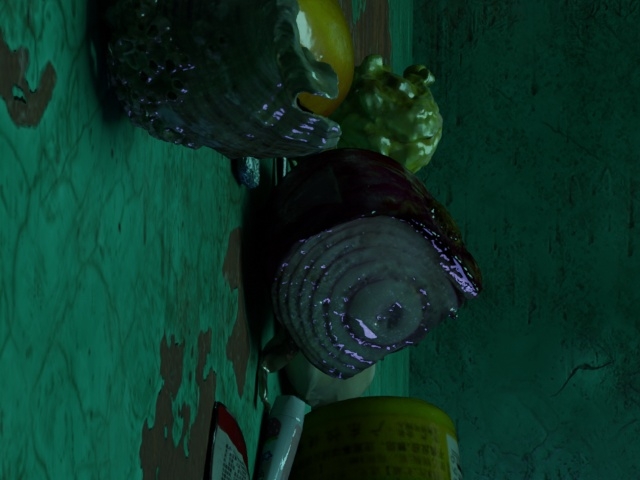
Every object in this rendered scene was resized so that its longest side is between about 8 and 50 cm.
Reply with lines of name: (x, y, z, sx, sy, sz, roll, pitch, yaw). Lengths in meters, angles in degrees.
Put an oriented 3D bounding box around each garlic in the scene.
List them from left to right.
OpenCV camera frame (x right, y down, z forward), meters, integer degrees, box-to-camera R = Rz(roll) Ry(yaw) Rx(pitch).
garlic: (0.029, 0.124, 1.890, 0.228, 0.110, 0.217, 91, 21, -46)

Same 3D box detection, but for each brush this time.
brush: (-0.073, -0.155, 1.558, 0.070, 0.021, 0.196, 71, 21, -72)
brush: (-0.046, -0.127, 1.757, 0.063, 0.016, 0.193, 0, 90, -81)

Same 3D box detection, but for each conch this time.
conch: (-0.066, -0.134, 1.063, 0.163, 0.245, 0.178, -54, 139, -3)

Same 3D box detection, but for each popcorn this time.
popcorn: (0.092, -0.180, 2.166, 0.167, 0.185, 0.187, 177, -95, -81)

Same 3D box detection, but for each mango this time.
mango: (-0.043, -0.193, 1.366, 0.257, 0.138, 0.187, -72, 150, -82)

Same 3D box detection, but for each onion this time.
onion: (0.041, 0.010, 1.680, 0.230, 0.272, 0.256, -98, 177, -59)

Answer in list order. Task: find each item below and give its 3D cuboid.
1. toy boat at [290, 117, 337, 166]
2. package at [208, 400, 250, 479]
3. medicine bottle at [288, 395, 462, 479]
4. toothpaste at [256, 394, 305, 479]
toy boat: (-0.009, -0.112, 1.846, 0.172, 0.065, 0.066, 73, 5, -63)
package: (-0.091, 0.295, 1.435, 0.154, 0.030, 0.239, 77, 16, -55)
medicine bottle: (0.073, 0.400, 1.758, 0.224, 0.224, 0.384, 76, 8, -60)
toothpaste: (-0.055, 0.269, 1.672, 0.067, 0.043, 0.194, 83, 17, -52)
